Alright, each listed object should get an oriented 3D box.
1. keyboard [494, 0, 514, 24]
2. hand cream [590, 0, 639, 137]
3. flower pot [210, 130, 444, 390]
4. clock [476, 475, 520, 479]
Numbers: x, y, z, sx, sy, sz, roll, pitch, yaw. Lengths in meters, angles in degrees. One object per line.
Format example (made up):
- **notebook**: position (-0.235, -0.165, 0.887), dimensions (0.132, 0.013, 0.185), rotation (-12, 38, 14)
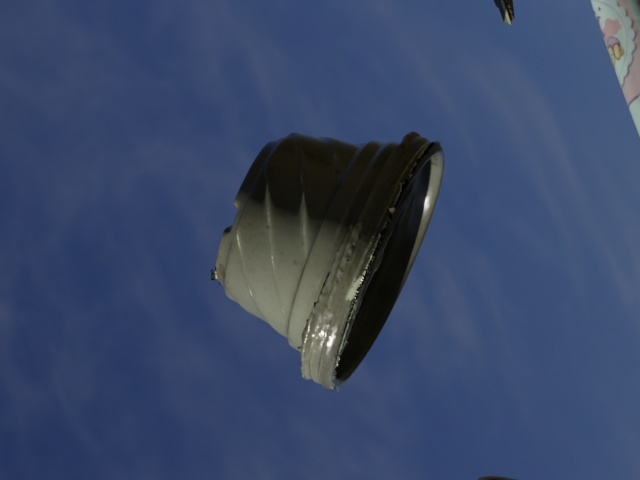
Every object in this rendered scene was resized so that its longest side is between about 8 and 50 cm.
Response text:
- **keyboard**: position (0.154, -0.248, 1.602), dimensions (0.049, 0.015, 0.129), rotation (57, -156, -45)
- **hand cream**: position (0.213, -0.107, 1.137), dimensions (0.085, 0.058, 0.331), rotation (8, -119, -60)
- **flower pot**: position (0.000, 0.000, 1.535), dimensions (0.235, 0.141, 0.235), rotation (21, -90, -80)
- **clock**: position (0.194, 0.230, 1.589), dimensions (0.129, 0.087, 0.041), rotation (5, -79, -35)
